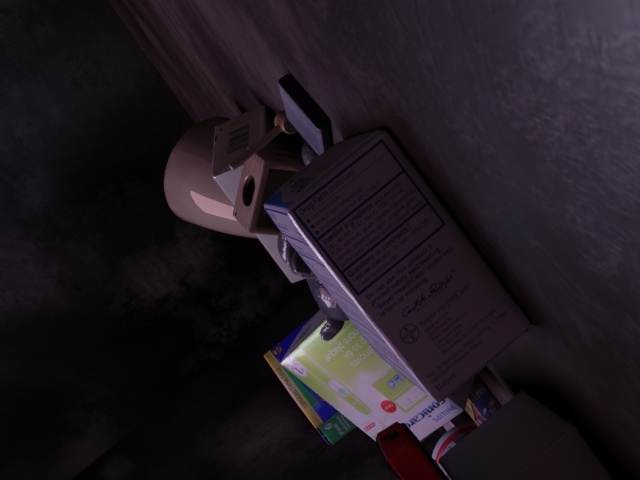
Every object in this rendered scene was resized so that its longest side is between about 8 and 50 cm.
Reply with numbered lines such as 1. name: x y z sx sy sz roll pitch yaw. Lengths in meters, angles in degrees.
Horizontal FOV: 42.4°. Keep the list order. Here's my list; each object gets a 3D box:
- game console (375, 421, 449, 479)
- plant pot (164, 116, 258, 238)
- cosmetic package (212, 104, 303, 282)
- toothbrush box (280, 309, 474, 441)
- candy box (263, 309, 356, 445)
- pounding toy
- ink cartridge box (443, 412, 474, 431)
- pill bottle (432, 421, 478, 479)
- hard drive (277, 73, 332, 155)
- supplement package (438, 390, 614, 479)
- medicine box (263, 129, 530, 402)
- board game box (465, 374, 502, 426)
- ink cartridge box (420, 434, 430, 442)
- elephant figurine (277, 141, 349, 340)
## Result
1. game console: 0.210 0.421 1.193 0.342 0.060 0.386 52 177 5
2. plant pot: -0.159 -0.109 1.819 0.274 0.256 0.256 28 161 36
3. cosmetic package: -0.080 -0.083 1.569 0.309 0.113 0.160 54 -159 -40
4. toothbrush box: 0.105 0.226 1.495 0.283 0.206 0.122 40 -140 -5
5. candy box: 0.064 0.281 1.959 0.268 0.317 0.122 46 172 43
6. pounding toy: -0.081 -0.121 1.369 0.181 0.206 0.094 5 -160 -28
7. ink cartridge box: 0.375 0.492 2.103 0.261 0.066 0.296 52 174 -8
8. pill bottle: 0.381 0.537 1.777 0.176 0.176 0.318 54 174 -23
9. hard drive: -0.020 -0.177 1.201 0.094 0.022 0.135 50 175 12
10. supplement package: 0.342 0.399 1.192 0.293 0.175 0.177 52 176 -11
11. medicine box: 0.079 0.024 1.035 0.289 0.149 0.263 53 174 -9
12. board game box: 0.315 0.325 1.629 0.243 0.042 0.165 52 175 -5
13. ink cartridge box: 0.234 0.374 1.825 0.088 0.193 0.235 50 174 11
14. elephant figurine: 0.000 0.000 1.324 0.239 0.186 0.169 40 141 -8
